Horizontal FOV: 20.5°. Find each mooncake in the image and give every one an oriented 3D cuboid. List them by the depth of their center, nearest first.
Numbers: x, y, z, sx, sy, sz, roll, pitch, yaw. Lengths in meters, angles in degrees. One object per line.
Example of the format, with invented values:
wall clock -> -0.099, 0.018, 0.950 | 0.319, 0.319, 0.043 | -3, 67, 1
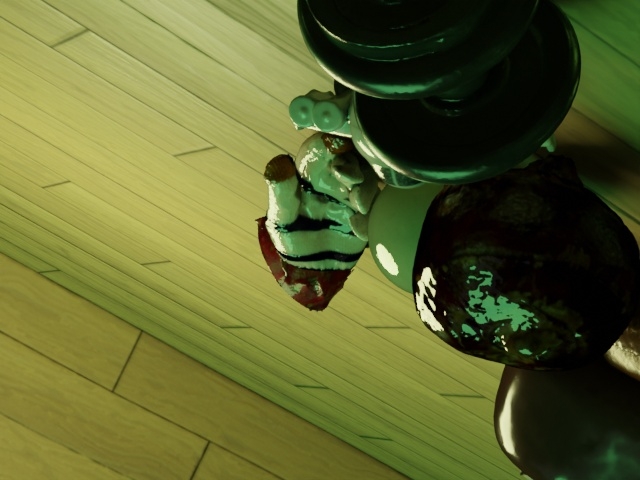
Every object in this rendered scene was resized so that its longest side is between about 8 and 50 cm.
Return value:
mooncake -> 0.346, 0.169, 1.904 | 0.325, 0.174, 0.334 | 4, -156, -28

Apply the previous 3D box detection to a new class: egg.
egg -> 0.131, -0.012, 1.912 | 0.149, 0.149, 0.192 | 30, 158, -18

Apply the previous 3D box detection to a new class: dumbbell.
dumbbell -> 0.095, -0.160, 1.377 | 0.192, 0.192, 0.290 | 17, 162, 28

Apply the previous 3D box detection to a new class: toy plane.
toy plane -> 0.092, -0.105, 1.607 | 0.244, 0.118, 0.245 | 3, -167, -1

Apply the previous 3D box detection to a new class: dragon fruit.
dragon fruit -> 0.000, 0.000, 2.300 | 0.111, 0.153, 0.153 | -35, 131, 22

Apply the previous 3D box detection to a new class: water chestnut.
water chestnut -> 0.197, 0.012, 1.715 | 0.223, 0.238, 0.224 | 10, 158, 4

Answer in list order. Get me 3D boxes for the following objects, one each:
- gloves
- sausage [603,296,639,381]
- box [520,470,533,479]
gloves -> 0.013, -0.056, 2.057 | 0.140, 0.131, 0.219 | 24, 135, 10
sausage -> 0.387, 0.118, 1.674 | 0.102, 0.102, 0.330 | 37, 171, -38
box -> 0.418, 0.263, 2.362 | 0.145, 0.173, 0.333 | 26, 166, -13
